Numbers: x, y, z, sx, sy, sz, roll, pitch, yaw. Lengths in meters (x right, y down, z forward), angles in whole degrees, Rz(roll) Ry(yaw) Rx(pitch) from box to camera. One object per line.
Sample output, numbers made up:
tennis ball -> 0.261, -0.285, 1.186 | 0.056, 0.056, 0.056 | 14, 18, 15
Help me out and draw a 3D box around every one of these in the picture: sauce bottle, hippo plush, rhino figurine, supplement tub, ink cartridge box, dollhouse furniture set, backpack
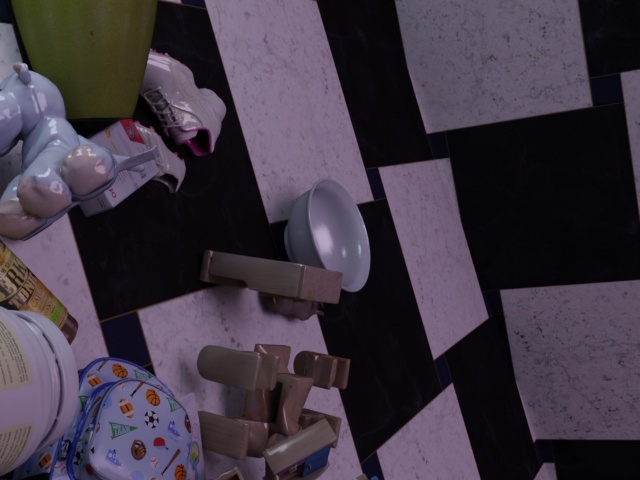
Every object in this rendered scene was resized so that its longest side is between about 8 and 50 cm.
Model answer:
sauce bottle -> -0.504, 0.047, 1.241 | 0.344, 0.111, 0.111 | 54, 34, -32
hippo plush -> -0.434, -0.164, 1.328 | 0.294, 0.234, 0.236 | -36, 97, -26
rhino figurine -> -0.058, 0.140, 2.038 | 0.243, 0.073, 0.106 | 26, 50, -56
supplement tub -> -0.491, 0.200, 1.049 | 0.325, 0.235, 0.235 | -2, 77, -61
ink cartridge box -> -0.397, -0.141, 1.571 | 0.127, 0.072, 0.175 | 65, 29, -17
dollhouse furniture set -> -0.131, 0.237, 1.779 | 0.362, 0.256, 0.394 | 14, 84, -58
backpack -> -0.332, 0.319, 1.326 | 0.276, 0.213, 0.263 | 44, 29, -38
dollhouse furniture set -> -0.022, 0.544, 1.576 | 0.303, 0.286, 0.198 | 57, -18, 25

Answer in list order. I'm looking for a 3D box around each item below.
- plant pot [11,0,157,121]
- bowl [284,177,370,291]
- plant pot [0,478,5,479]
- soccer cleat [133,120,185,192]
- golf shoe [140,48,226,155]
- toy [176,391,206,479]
plant pot -> -0.412, -0.362, 1.500 | 0.275, 0.275, 0.293 | -15, 103, -62
bowl -> 0.000, 0.000, 2.150 | 0.298, 0.134, 0.298 | 35, 47, -49
plant pot -> -0.427, 0.416, 1.044 | 0.290, 0.290, 0.195 | -4, 62, -61
soccer cleat -> -0.339, -0.170, 1.701 | 0.196, 0.068, 0.076 | 43, 44, -49
golf shoe -> -0.308, -0.288, 1.773 | 0.306, 0.115, 0.140 | 33, 52, -50
toy -> -0.266, 0.411, 1.536 | 0.137, 0.056, 0.237 | -12, 92, -70
